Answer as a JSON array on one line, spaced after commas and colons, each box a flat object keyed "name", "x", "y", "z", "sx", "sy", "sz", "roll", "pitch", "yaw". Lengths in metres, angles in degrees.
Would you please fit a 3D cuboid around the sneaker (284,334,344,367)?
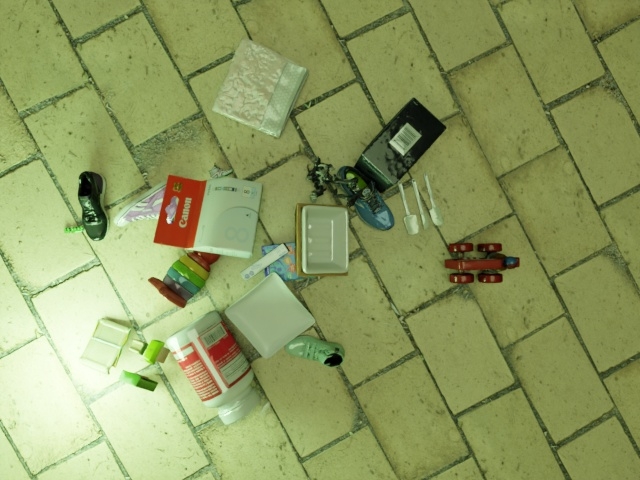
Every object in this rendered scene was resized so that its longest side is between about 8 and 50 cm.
[{"name": "sneaker", "x": -0.022, "y": 0.457, "z": 1.819, "sx": 0.255, "sy": 0.151, "sz": 0.094, "roll": 7, "pitch": 92, "yaw": -2}]

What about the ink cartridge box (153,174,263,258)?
[{"name": "ink cartridge box", "x": -0.440, "y": -0.110, "z": 1.757, "sx": 0.384, "sy": 0.091, "sz": 0.308, "roll": 10, "pitch": 70, "yaw": -11}]

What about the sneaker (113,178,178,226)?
[{"name": "sneaker", "x": -0.693, "y": -0.108, "z": 1.809, "sx": 0.282, "sy": 0.102, "sz": 0.161, "roll": -35, "pitch": 95, "yaw": -2}]

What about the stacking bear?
[{"name": "stacking bear", "x": -0.521, "y": 0.115, "z": 1.792, "sx": 0.289, "sy": 0.175, "sz": 0.164, "roll": -52, "pitch": 136, "yaw": -12}]

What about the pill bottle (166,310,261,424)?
[{"name": "pill bottle", "x": -0.413, "y": 0.506, "z": 1.761, "sx": 0.229, "sy": 0.229, "sz": 0.408, "roll": -31, "pitch": 92, "yaw": -2}]

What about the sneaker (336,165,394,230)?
[{"name": "sneaker", "x": 0.186, "y": -0.173, "z": 1.828, "sx": 0.129, "sy": 0.147, "sz": 0.330, "roll": -42, "pitch": 93, "yaw": -2}]

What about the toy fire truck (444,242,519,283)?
[{"name": "toy fire truck", "x": 0.667, "y": 0.095, "z": 1.800, "sx": 0.302, "sy": 0.254, "sz": 0.170, "roll": -1, "pitch": 91, "yaw": -3}]

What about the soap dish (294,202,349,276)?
[{"name": "soap dish", "x": 0.000, "y": 0.000, "z": 1.799, "sx": 0.228, "sy": 0.118, "sz": 0.291, "roll": 1, "pitch": 87, "yaw": -26}]

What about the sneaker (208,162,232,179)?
[{"name": "sneaker", "x": -0.422, "y": -0.297, "z": 1.850, "sx": 0.098, "sy": 0.038, "sz": 0.069, "roll": -23, "pitch": 92, "yaw": -3}]

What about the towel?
[{"name": "towel", "x": -0.250, "y": -0.635, "z": 1.851, "sx": 0.316, "sy": 0.053, "sz": 0.332, "roll": 23, "pitch": 88, "yaw": -3}]

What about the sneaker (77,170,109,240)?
[{"name": "sneaker", "x": -0.934, "y": -0.137, "z": 1.782, "sx": 0.107, "sy": 0.124, "sz": 0.284, "roll": -5, "pitch": 91, "yaw": -3}]

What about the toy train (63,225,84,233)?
[{"name": "toy train", "x": -1.021, "y": -0.043, "z": 1.832, "sx": 0.083, "sy": 0.017, "sz": 0.024, "roll": -6, "pitch": 100, "yaw": -3}]

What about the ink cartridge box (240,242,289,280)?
[{"name": "ink cartridge box", "x": -0.222, "y": 0.085, "z": 1.786, "sx": 0.207, "sy": 0.097, "sz": 0.046, "roll": -35, "pitch": 91, "yaw": 0}]

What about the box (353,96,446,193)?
[{"name": "box", "x": 0.300, "y": -0.363, "z": 1.758, "sx": 0.182, "sy": 0.294, "sz": 0.296, "roll": 43, "pitch": 88, "yaw": 0}]

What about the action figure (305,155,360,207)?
[{"name": "action figure", "x": 0.021, "y": -0.235, "z": 1.768, "sx": 0.275, "sy": 0.141, "sz": 0.164, "roll": 25, "pitch": 123, "yaw": 32}]

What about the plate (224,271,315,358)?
[{"name": "plate", "x": -0.208, "y": 0.311, "z": 1.841, "sx": 0.278, "sy": 0.045, "sz": 0.277, "roll": -39, "pitch": 99, "yaw": 6}]

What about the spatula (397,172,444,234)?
[{"name": "spatula", "x": 0.424, "y": -0.160, "z": 1.904, "sx": 0.168, "sy": 0.019, "sz": 0.242, "roll": -16, "pitch": 91, "yaw": -2}]

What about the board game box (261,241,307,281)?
[{"name": "board game box", "x": -0.134, "y": 0.089, "z": 1.862, "sx": 0.210, "sy": 0.047, "sz": 0.160, "roll": -8, "pitch": 90, "yaw": -3}]

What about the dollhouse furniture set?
[{"name": "dollhouse furniture set", "x": -0.800, "y": 0.470, "z": 1.824, "sx": 0.301, "sy": 0.151, "sz": 0.198, "roll": 16, "pitch": 68, "yaw": 14}]
